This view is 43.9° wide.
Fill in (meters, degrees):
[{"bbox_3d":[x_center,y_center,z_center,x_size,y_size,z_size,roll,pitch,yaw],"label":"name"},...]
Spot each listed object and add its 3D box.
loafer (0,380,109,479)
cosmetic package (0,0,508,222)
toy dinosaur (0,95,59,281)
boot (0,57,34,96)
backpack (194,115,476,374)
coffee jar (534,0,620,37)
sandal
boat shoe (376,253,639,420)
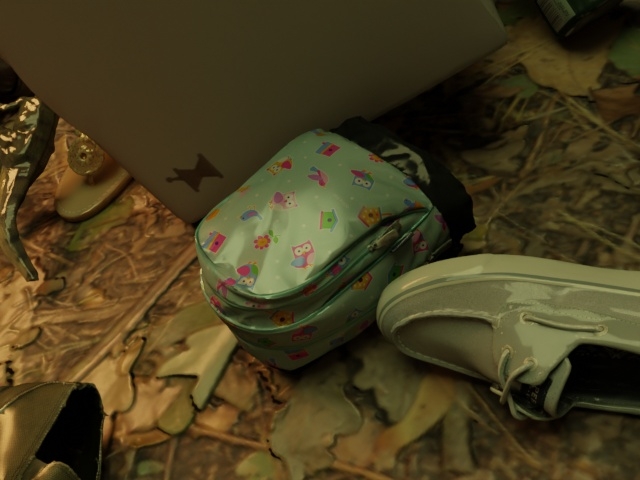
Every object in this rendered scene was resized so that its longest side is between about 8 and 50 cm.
[{"bbox_3d":[-0.168,0.172,0.466,0.087,0.094,0.251,-24,42,4],"label":"loafer"},{"bbox_3d":[-0.082,-0.301,0.691,0.327,0.329,0.393,-27,39,23],"label":"cosmetic package"},{"bbox_3d":[-0.301,-0.071,0.769,0.118,0.064,0.268,-16,55,23],"label":"toy dinosaur"},{"bbox_3d":[-0.485,-0.221,0.926,0.263,0.091,0.229,20,20,35],"label":"boot"},{"bbox_3d":[0.000,0.000,0.560,0.182,0.115,0.152,-41,48,-16],"label":"backpack"},{"bbox_3d":[0.208,-0.284,0.721,0.096,0.079,0.184,-33,86,-4],"label":"coffee jar"},{"bbox_3d":[-0.212,-0.131,0.809,0.088,0.079,0.240,7,49,29],"label":"sandal"},{"bbox_3d":[0.138,0.063,0.462,0.228,0.079,0.081,2,43,20],"label":"boat shoe"}]
